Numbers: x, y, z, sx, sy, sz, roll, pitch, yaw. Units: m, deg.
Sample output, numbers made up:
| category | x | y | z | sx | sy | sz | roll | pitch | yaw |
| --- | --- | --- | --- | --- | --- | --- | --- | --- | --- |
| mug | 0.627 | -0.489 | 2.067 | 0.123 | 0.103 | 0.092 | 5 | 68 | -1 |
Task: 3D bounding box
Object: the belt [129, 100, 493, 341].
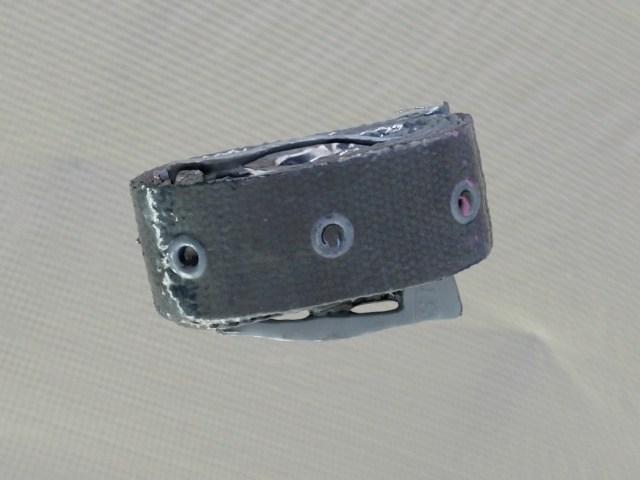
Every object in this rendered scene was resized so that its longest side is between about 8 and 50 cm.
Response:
| category | x | y | z | sx | sy | sz | roll | pitch | yaw |
| --- | --- | --- | --- | --- | --- | --- | --- | --- | --- |
| belt | 0.000 | -0.001 | 1.068 | 0.218 | 0.122 | 0.128 | -10 | -76 | -8 |
